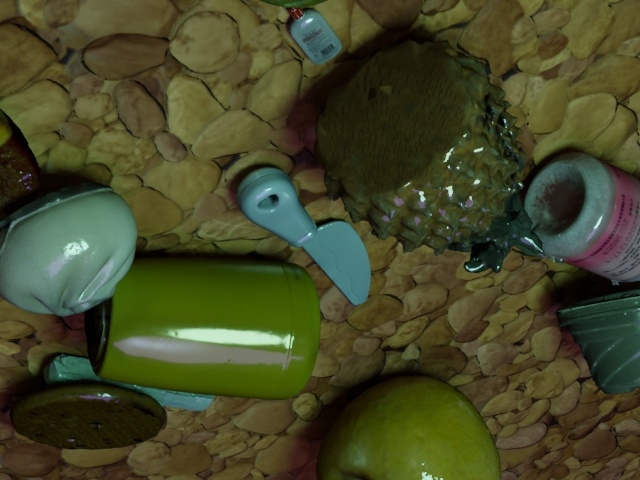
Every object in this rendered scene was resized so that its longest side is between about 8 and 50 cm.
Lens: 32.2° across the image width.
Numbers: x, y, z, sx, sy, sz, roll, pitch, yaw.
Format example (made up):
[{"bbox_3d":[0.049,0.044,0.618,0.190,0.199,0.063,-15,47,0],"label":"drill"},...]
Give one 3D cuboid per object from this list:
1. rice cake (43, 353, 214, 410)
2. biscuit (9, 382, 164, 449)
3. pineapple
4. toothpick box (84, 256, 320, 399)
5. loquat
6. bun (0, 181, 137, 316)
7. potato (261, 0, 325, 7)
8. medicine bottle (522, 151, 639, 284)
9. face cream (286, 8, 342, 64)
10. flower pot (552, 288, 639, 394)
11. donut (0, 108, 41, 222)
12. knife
[{"bbox_3d":[-0.257,0.194,1.506,0.245,0.042,0.045,15,139,-34],"label":"rice cake"},{"bbox_3d":[-0.314,0.237,1.493,0.212,0.036,0.212,-3,151,-2],"label":"biscuit"},{"bbox_3d":[0.157,-0.071,1.290,0.223,0.223,0.357,-36,144,16],"label":"pineapple"},{"bbox_3d":[-0.151,0.104,1.360,0.271,0.175,0.175,5,132,-22],"label":"toothpick box"},{"bbox_3d":[0.137,0.330,1.657,0.274,0.275,0.275,-11,137,-10],"label":"loquat"},{"bbox_3d":[-0.277,0.021,1.221,0.173,0.120,0.173,-29,175,-3],"label":"bun"},{"bbox_3d":[-0.029,-0.312,0.997,0.197,0.148,0.228,-35,135,-6],"label":"potato"},{"bbox_3d":[0.389,-0.019,1.463,0.247,0.147,0.147,18,126,-36],"label":"medicine bottle"},{"bbox_3d":[-0.011,-0.224,1.183,0.040,0.021,0.083,-31,137,11],"label":"face cream"},{"bbox_3d":[0.458,0.143,1.588,0.235,0.141,0.235,-7,173,-1],"label":"flower pot"},{"bbox_3d":[-0.382,-0.086,1.145,0.166,0.073,0.184,-36,137,15],"label":"donut"},{"bbox_3d":[0.001,-0.001,1.414,0.080,0.044,0.331,-38,141,8],"label":"knife"}]
